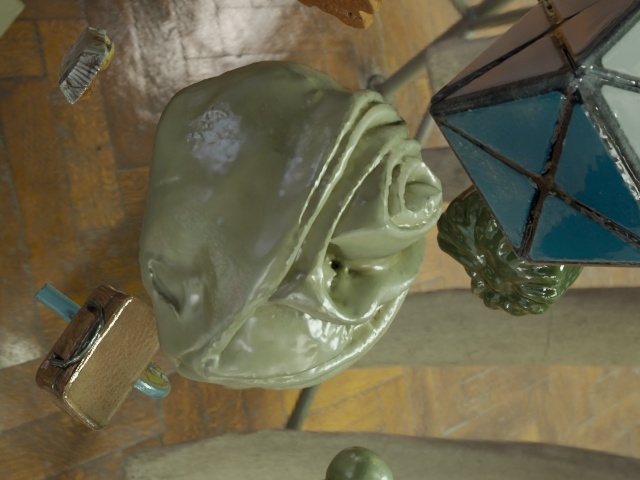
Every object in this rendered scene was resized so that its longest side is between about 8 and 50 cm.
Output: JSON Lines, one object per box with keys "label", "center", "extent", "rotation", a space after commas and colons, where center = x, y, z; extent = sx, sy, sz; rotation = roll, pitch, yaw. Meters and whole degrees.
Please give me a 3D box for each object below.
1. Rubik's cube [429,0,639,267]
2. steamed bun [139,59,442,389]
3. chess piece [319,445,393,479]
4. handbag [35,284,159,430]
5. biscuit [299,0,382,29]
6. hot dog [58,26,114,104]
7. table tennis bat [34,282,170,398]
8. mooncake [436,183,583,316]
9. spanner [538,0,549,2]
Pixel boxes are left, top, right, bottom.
{"label": "Rubik's cube", "center": [0.322, -0.137, 0.991], "extent": [0.255, 0.259, 0.260], "rotation": [-41, 106, -24]}
{"label": "steamed bun", "center": [-0.007, 0.000, 0.843], "extent": [0.309, 0.219, 0.325], "rotation": [2, 102, -52]}
{"label": "chess piece", "center": [0.009, 0.396, 1.212], "extent": [0.243, 0.133, 0.133], "rotation": [-47, 116, -26]}
{"label": "handbag", "center": [-0.322, 0.166, 1.284], "extent": [0.193, 0.072, 0.151], "rotation": [-55, 145, -22]}
{"label": "biscuit", "center": [0.022, -0.507, 1.669], "extent": [0.283, 0.306, 0.043], "rotation": [30, 81, -23]}
{"label": "hot dog", "center": [-0.330, -0.247, 1.227], "extent": [0.053, 0.192, 0.099], "rotation": [32, 103, -27]}
{"label": "table tennis bat", "center": [-0.431, 0.202, 1.744], "extent": [0.329, 0.215, 0.044], "rotation": [41, 92, -5]}
{"label": "mooncake", "center": [0.450, 0.014, 2.053], "extent": [0.187, 0.351, 0.351], "rotation": [-39, 112, -34]}
{"label": "spanner", "center": [0.378, -0.335, 1.445], "extent": [0.054, 0.015, 0.255], "rotation": [8, 58, 2]}
